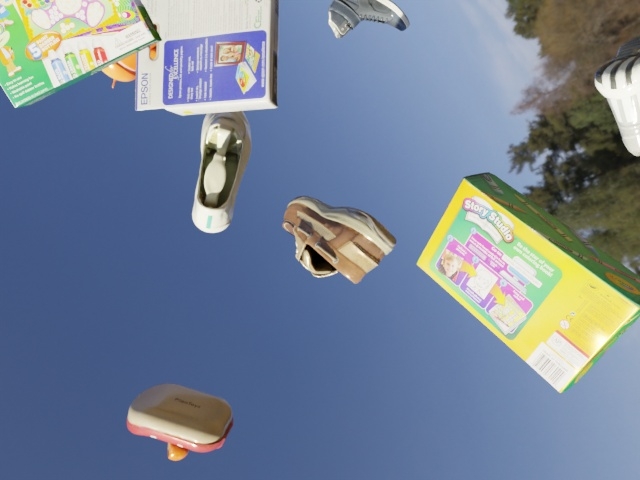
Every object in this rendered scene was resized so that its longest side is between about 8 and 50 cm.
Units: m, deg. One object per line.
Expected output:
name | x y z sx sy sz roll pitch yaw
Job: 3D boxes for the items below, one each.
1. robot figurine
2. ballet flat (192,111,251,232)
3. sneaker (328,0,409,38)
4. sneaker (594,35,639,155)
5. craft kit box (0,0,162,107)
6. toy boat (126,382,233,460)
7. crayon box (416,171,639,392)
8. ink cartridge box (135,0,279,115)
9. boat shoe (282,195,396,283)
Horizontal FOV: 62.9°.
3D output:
robot figurine | -0.478 -0.492 1.305 0.158 0.219 0.128 37 -165 -27
ballet flat | -0.251 -0.217 1.351 0.139 0.139 0.400 27 -121 -42
sneaker | 0.129 -0.629 1.505 0.226 0.163 0.086 32 -175 -10
sneaker | 0.390 -0.165 0.600 0.229 0.086 0.132 -34 -71 -31
craft kit box | -0.406 -0.362 0.770 0.061 0.250 0.246 -92 -22 -72
toy boat | -0.318 0.424 1.174 0.151 0.231 0.151 -53 -22 -73
crayon box | 0.285 0.049 0.735 0.081 0.165 0.278 -14 -132 -41
ink cartridge box | -0.241 -0.426 1.125 0.072 0.307 0.303 14 -103 -75
boat shoe | 0.000 0.000 0.937 0.123 0.324 0.116 37 -99 -24
